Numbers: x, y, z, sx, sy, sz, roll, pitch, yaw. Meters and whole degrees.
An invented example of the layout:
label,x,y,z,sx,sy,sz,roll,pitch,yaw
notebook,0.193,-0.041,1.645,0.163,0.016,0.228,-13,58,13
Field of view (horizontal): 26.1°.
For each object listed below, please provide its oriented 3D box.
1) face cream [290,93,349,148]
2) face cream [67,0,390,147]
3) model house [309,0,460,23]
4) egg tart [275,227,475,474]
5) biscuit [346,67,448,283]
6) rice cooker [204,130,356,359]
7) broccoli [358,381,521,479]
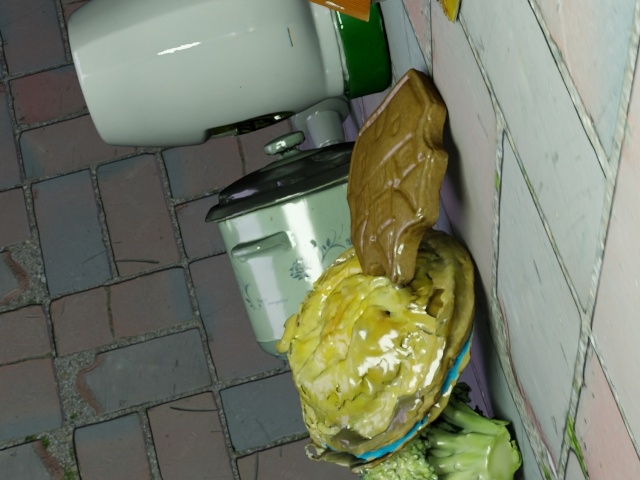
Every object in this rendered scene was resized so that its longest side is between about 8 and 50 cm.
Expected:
label,x,y,z,sx,sy,sz,roll,pitch,yaw
face cream,-0.006,-0.227,2.247,0.101,0.101,0.251,80,174,-60
face cream,-0.112,-0.240,1.675,0.312,0.357,0.219,127,127,-87
model house,0.024,-0.266,1.151,0.219,0.136,0.207,100,153,-83
egg tart,0.044,0.101,1.445,0.107,0.291,0.291,31,-160,-27
biscuit,0.071,-0.054,1.373,0.182,0.034,0.215,130,146,-51
rice cooker,0.000,0.000,1.826,0.317,0.264,0.316,19,-116,-45
broccoli,0.131,0.237,1.499,0.176,0.226,0.198,25,-175,40
